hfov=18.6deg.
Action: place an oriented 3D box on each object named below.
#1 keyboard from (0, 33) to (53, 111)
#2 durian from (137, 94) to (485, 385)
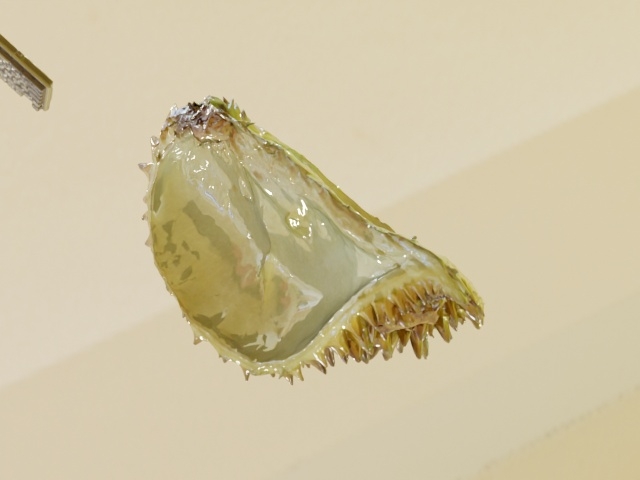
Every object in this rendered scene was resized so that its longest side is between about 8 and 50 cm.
[{"bbox_3d":[-0.213,-0.129,1.192,0.129,0.049,0.015,42,-103,1],"label":"keyboard"},{"bbox_3d":[0.000,0.000,1.110,0.144,0.139,0.252,-22,-132,-26],"label":"durian"}]
